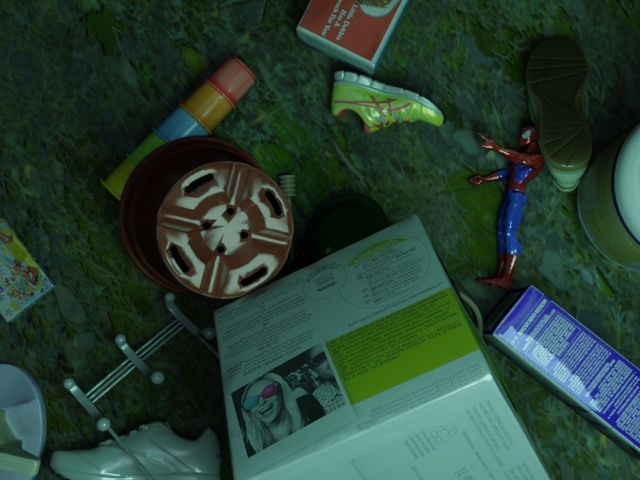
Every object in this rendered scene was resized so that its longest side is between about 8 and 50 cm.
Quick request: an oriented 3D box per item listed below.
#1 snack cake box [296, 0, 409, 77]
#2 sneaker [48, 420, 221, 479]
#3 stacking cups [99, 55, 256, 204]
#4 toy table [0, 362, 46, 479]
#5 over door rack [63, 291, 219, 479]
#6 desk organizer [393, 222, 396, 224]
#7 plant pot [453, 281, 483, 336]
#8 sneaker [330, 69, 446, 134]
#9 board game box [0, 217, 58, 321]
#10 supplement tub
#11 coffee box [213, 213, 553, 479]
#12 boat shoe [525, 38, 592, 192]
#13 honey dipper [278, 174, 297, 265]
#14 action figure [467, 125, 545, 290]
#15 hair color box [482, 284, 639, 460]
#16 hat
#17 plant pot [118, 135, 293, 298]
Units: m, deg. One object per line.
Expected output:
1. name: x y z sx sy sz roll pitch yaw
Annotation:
1. snack cake box: 0.084 -0.436 1.554 0.152 0.089 0.264 27 87 2
2. sneaker: -0.306 0.370 1.515 0.297 0.111 0.129 4 71 -2
3. stacking cups: -0.234 -0.181 1.548 0.316 0.096 0.096 -45 85 -3
4. toy table: -0.565 0.344 1.486 0.252 0.161 0.274 0 85 2
5. over door rack: -0.229 0.265 1.452 0.239 0.108 0.324 -40 74 -17
6. desk organizer: 0.108 0.035 1.536 0.047 0.050 0.130 36 88 5
7. plant pot: 0.138 0.132 1.474 0.237 0.110 0.237 -6 128 -8
8. sneaker: 0.112 -0.222 1.548 0.208 0.081 0.094 18 94 10
9. board game box: -0.549 0.052 1.573 0.103 0.026 0.154 -39 85 0
10. supplement tub: 0.536 -0.071 1.386 0.241 0.331 0.241 0 86 2
11. coffee box: 0.087 0.234 1.259 0.338 0.334 0.337 -27 128 7
12. boat shoe: 0.395 -0.215 1.499 0.104 0.089 0.285 1 58 11
13. honey dipper: -0.052 -0.033 1.560 0.030 0.030 0.160 -5 88 2
14. action figure: 0.292 -0.070 1.514 0.139 0.091 0.280 18 87 -6
15. hair color box: 0.424 0.216 1.442 0.339 0.185 0.110 40 87 4
16. hat: 0.000 0.000 1.448 0.173 0.183 0.208 -10 73 28
17. plant pot: -0.170 -0.028 1.405 0.272 0.265 0.272 -2 96 -15
